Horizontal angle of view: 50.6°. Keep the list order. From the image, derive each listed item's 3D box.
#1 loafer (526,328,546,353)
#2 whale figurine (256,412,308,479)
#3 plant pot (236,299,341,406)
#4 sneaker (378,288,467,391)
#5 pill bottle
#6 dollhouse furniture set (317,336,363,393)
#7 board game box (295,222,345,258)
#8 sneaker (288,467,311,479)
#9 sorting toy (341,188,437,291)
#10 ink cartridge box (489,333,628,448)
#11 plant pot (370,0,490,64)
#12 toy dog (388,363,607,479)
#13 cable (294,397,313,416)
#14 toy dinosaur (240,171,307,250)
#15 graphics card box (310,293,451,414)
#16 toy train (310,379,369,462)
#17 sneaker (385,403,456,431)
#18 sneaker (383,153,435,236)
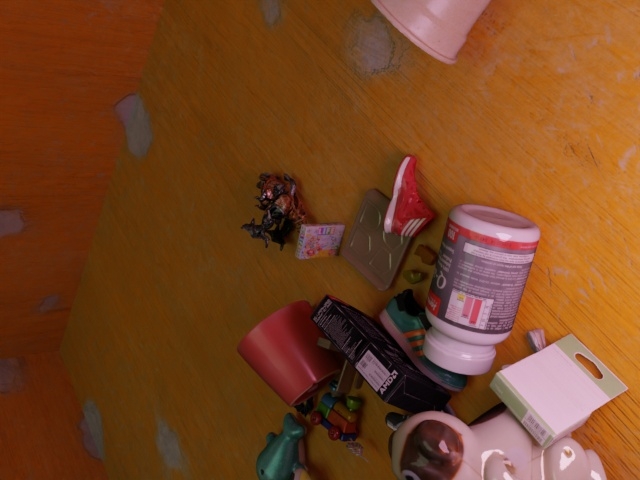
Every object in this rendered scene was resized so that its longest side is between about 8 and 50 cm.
[{"bbox_3d":[0.512,0.263,1.547,0.045,0.039,0.125,105,147,-76],"label":"loafer"},{"bbox_3d":[-0.129,0.715,2.260,0.216,0.141,0.272,36,119,43],"label":"whale figurine"},{"bbox_3d":[-0.083,0.362,2.102,0.243,0.275,0.275,54,131,17],"label":"plant pot"},{"bbox_3d":[0.283,0.253,1.762,0.302,0.108,0.121,47,116,27],"label":"sneaker"},{"bbox_3d":[0.362,0.114,1.579,0.210,0.210,0.363,29,114,45],"label":"pill bottle"},{"bbox_3d":[0.058,0.369,1.991,0.151,0.144,0.123,13,83,43],"label":"dollhouse furniture set"},{"bbox_3d":[0.000,0.000,2.040,0.026,0.154,0.104,31,116,44],"label":"board game box"},{"bbox_3d":[0.012,0.894,2.123,0.147,0.145,0.385,-24,83,15],"label":"sneaker"},{"bbox_3d":[0.196,0.023,1.906,0.307,0.041,0.229,44,120,38],"label":"sorting toy"},{"bbox_3d":[0.502,0.311,1.430,0.171,0.235,0.056,50,145,34],"label":"ink cartridge box"},{"bbox_3d":[0.294,-0.633,1.549,0.305,0.333,0.334,-46,59,29],"label":"plant pot"},{"bbox_3d":[0.351,0.462,1.429,0.284,0.407,0.396,146,124,-70],"label":"toy dog"},{"bbox_3d":[-0.075,0.495,2.251,0.150,0.047,0.185,-19,79,49],"label":"cable"},{"bbox_3d":[-0.135,-0.094,2.209,0.218,0.164,0.322,-55,30,17],"label":"toy dinosaur"},{"bbox_3d":[0.154,0.304,1.790,0.094,0.232,0.371,-53,44,5],"label":"graphics card box"},{"bbox_3d":[0.089,0.534,2.032,0.248,0.105,0.143,27,100,45],"label":"toy train"},{"bbox_3d":[0.282,0.470,1.812,0.228,0.086,0.132,16,101,37],"label":"sneaker"},{"bbox_3d":[0.255,-0.112,1.811,0.128,0.087,0.221,15,92,17],"label":"sneaker"}]
